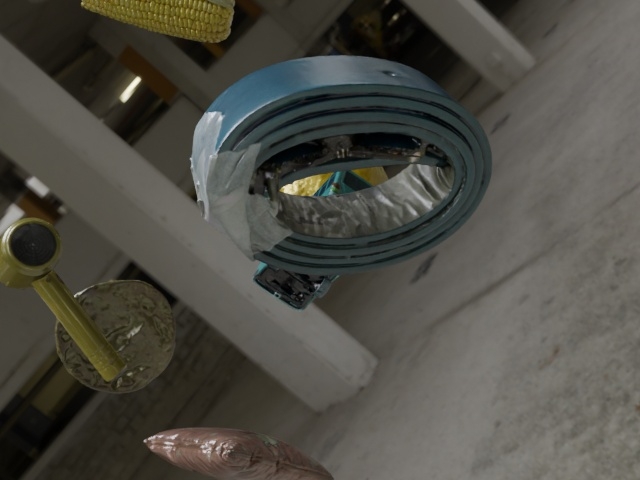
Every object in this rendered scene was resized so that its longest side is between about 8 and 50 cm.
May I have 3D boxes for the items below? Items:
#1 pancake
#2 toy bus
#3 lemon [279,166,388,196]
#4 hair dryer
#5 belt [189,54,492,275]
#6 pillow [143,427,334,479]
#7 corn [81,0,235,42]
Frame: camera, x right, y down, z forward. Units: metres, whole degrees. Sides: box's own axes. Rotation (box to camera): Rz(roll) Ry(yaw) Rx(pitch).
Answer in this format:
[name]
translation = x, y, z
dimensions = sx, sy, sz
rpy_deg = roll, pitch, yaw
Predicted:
[pancake]
translation = -0.390, 0.179, 1.656
dimensions = 0.242, 0.242, 0.050
rpy_deg = -49, 29, -1
[toy bus]
translation = 0.000, 0.000, 1.541
dimensions = 0.256, 0.128, 0.147
rpy_deg = -44, 17, 38
[lemon]
translation = 0.018, -0.076, 1.784
dimensions = 0.293, 0.293, 0.293
rpy_deg = -47, 10, 10
[hair dryer]
translation = -0.388, 0.095, 1.309
dimensions = 0.090, 0.278, 0.135
rpy_deg = -40, 7, -30
[belt]
translation = 0.031, -0.108, 1.272
dimensions = 0.173, 0.437, 0.300
rpy_deg = -115, 25, -59
[pillow]
translation = -0.129, 0.345, 1.371
dimensions = 0.223, 0.236, 0.084
rpy_deg = -2, 70, 48
[corn]
translation = -0.317, -0.465, 1.661
dimensions = 0.123, 0.305, 0.122
rpy_deg = -138, 61, -75
